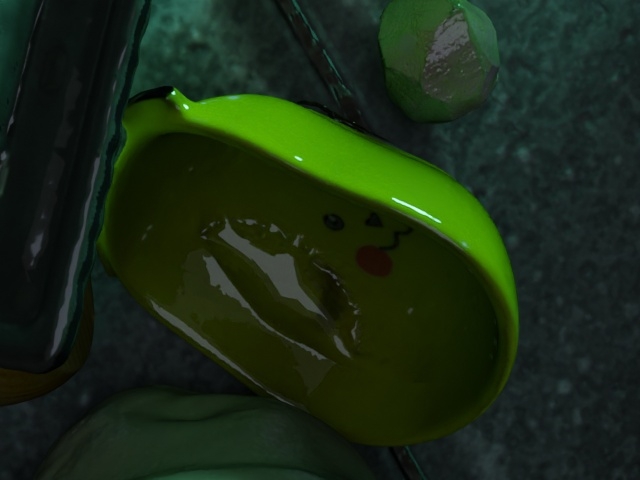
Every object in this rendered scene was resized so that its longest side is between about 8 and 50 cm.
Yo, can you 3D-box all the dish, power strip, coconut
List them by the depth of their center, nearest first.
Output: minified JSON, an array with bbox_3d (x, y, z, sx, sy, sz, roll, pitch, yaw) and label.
[{"bbox_3d":[-0.204,-0.085,0.423,0.257,0.092,0.251,9,89,17],"label":"power strip"},{"bbox_3d":[0.000,0.000,0.585,0.262,0.221,0.108,31,49,2],"label":"dish"},{"bbox_3d":[0.075,-0.115,0.620,0.083,0.081,0.082,35,101,28],"label":"coconut"}]

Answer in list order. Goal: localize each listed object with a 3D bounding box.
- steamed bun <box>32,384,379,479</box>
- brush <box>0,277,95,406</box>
[{"bbox_3d":[-0.083,0.271,0.536,0.352,0.247,0.339,-31,94,0],"label":"steamed bun"},{"bbox_3d":[-0.242,-0.024,0.552,0.166,0.174,0.267,-12,86,4],"label":"brush"}]
